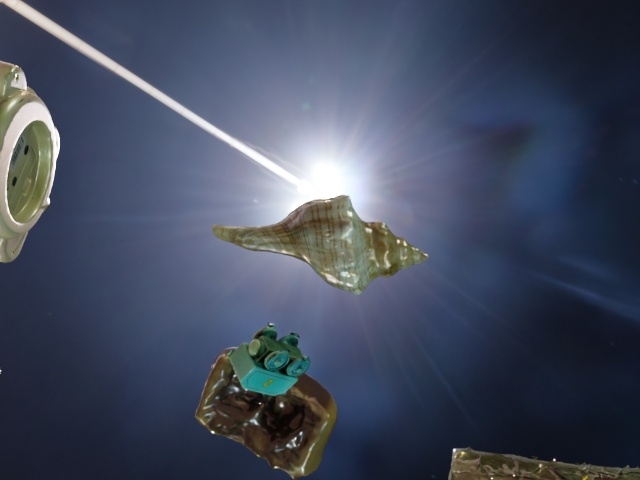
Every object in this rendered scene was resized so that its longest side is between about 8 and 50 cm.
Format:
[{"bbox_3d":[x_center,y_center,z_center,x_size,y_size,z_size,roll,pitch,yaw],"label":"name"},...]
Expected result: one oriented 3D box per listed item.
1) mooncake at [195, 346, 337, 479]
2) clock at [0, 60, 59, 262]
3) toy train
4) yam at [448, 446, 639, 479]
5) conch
[{"bbox_3d":[-0.150,0.506,2.095,0.394,0.393,0.246,39,-71,48],"label":"mooncake"},{"bbox_3d":[-0.544,-0.133,1.200,0.309,0.114,0.284,110,-6,-67],"label":"clock"},{"bbox_3d":[-0.131,0.317,1.842,0.163,0.203,0.112,-46,-133,15],"label":"toy train"},{"bbox_3d":[0.390,0.500,1.285,0.347,0.241,0.241,5,-118,18],"label":"yam"},{"bbox_3d":[0.006,-0.012,1.315,0.203,0.385,0.170,50,63,-80],"label":"conch"}]
